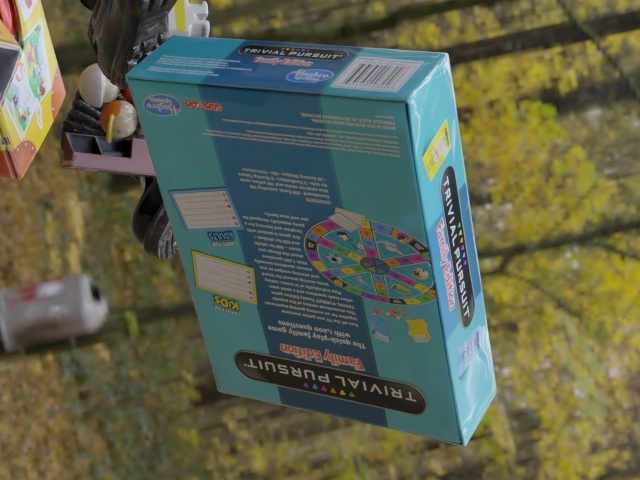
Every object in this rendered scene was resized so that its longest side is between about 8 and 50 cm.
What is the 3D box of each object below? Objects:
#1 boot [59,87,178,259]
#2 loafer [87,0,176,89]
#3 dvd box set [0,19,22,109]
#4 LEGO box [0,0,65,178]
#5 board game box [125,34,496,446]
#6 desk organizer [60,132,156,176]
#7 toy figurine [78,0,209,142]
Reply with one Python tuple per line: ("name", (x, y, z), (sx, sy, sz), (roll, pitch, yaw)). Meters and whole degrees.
("boot", (-0.300, -0.123, 2.130), (0.348, 0.260, 0.131), (-68, 174, -50))
("loafer", (-0.159, -0.221, 1.152), (0.078, 0.076, 0.223), (49, -35, 14))
("dvd box set", (-0.381, -0.124, 1.028), (0.420, 0.062, 0.307), (48, -61, 39))
("LEGO box", (-0.589, -0.336, 1.796), (0.500, 0.373, 0.193), (86, 17, -51))
("board game box", (0.000, 0.000, 1.127), (0.079, 0.254, 0.336), (-50, 139, -43))
("desk organizer", (-0.288, -0.118, 1.861), (0.047, 0.130, 0.050), (3, -91, 62))
("toy figurine", (-0.235, -0.241, 1.740), (0.209, 0.148, 0.213), (-119, -149, -58))
